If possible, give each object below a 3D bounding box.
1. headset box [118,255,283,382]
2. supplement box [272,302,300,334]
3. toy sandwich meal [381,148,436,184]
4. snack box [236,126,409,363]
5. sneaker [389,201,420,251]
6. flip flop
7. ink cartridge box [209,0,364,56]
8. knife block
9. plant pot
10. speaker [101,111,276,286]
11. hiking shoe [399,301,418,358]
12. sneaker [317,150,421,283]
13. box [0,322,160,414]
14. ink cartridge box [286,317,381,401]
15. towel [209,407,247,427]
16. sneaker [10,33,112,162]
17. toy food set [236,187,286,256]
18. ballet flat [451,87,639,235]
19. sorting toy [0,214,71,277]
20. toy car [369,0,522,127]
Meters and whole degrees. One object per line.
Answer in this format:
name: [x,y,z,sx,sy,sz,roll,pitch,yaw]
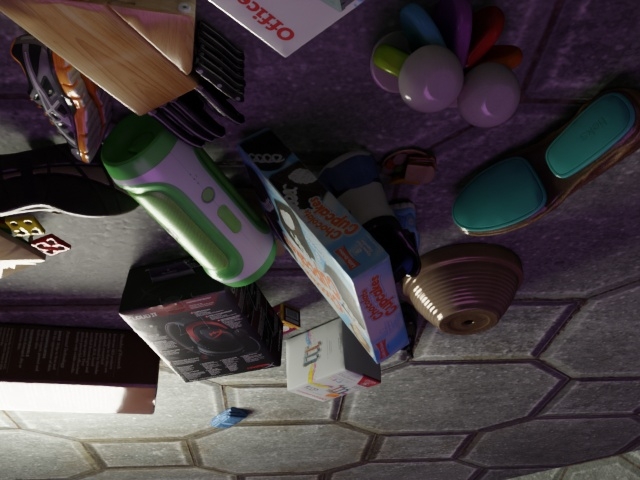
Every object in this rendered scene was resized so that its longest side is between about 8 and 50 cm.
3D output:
headset box: [-0.224,0.141,1.372,0.218,0.110,0.293,-13,137,15]
supplement box: [-0.090,0.172,1.525,0.083,0.043,0.055,-27,141,34]
toy sandwich meal: [0.136,-0.109,1.104,0.086,0.029,0.085,-2,148,-1]
snack box: [0.000,0.000,0.986,0.060,0.322,0.187,-31,138,-11]
sneaker: [0.141,0.004,1.244,0.063,0.073,0.162,-9,148,9]
flip flop: [-0.398,-0.080,1.053,0.277,0.112,0.080,-6,178,-4]
ink cartridge box: [-0.005,-0.325,0.661,0.278,0.117,0.201,-27,141,34]
knife block: [-0.220,-0.212,0.853,0.276,0.088,0.242,4,147,-12]
plant pot: [0.281,0.111,1.396,0.237,0.109,0.237,-2,147,-1]
speaker: [-0.182,-0.055,1.047,0.131,0.131,0.296,-17,137,21]
hiking shoe: [0.133,0.167,1.467,0.086,0.114,0.227,-27,141,33]
sneaker: [0.066,0.023,1.142,0.128,0.182,0.315,-19,150,-10]
box: [-0.551,0.288,1.589,0.382,0.143,0.191,7,146,-12]
ink cartridge box: [0.026,0.271,1.615,0.176,0.127,0.128,-27,141,34]
towel: [-0.265,0.518,2.082,0.067,0.029,0.119,17,143,-30]
sneaker: [-0.324,-0.182,0.914,0.083,0.084,0.215,11,145,3]
toy food set: [-0.128,-0.046,1.187,0.192,0.038,0.132,19,136,-22]
ballet flat: [0.354,-0.105,1.078,0.124,0.116,0.342,-1,150,-41]
sorting toy: [-0.552,0.003,1.213,0.275,0.046,0.132,-19,145,24]
toy car: [0.154,-0.220,0.845,0.182,0.159,0.136,10,111,-19]
